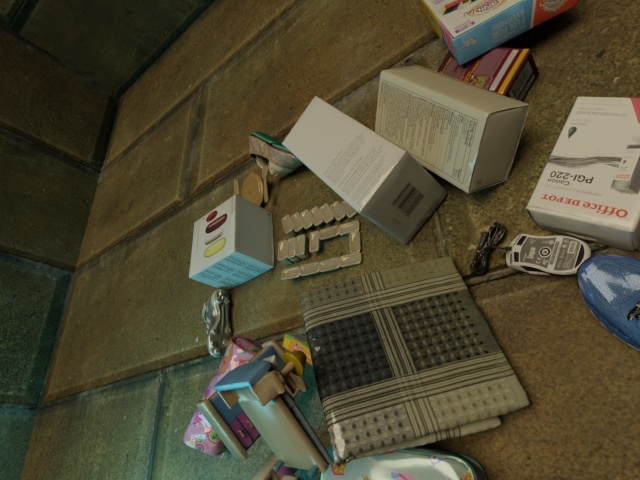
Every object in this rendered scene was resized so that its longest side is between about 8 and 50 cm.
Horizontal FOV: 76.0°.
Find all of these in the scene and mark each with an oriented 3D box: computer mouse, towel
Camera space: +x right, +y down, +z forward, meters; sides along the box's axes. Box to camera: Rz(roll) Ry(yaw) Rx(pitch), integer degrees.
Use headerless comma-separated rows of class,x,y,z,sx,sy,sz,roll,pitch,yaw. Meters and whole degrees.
computer mouse,0.364,0.026,0.715,0.192,0.042,0.106,12,73,51
towel,0.145,0.189,0.719,0.323,0.056,0.312,-13,51,-4

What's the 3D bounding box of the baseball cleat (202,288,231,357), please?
baseball cleat,-0.307,0.249,1.204,0.109,0.072,0.206,-36,43,42

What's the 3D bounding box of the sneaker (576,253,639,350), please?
sneaker,0.470,0.115,0.496,0.130,0.147,0.330,-51,44,10

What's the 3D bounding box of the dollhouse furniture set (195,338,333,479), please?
dollhouse furniture set,-0.036,0.316,0.753,0.198,0.287,0.303,-37,3,-41

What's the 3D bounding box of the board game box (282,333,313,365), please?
board game box,0.050,0.248,0.826,0.259,0.124,0.039,14,91,46

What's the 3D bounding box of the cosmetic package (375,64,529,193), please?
cosmetic package,0.249,-0.244,0.852,0.309,0.113,0.160,47,146,43

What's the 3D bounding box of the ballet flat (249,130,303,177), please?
ballet flat,-0.137,-0.258,1.284,0.316,0.107,0.106,38,117,51

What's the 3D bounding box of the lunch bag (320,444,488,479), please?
lunch bag,0.125,0.450,0.658,0.279,0.107,0.224,-10,63,32

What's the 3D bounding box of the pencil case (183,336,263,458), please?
pencil case,-0.229,0.387,1.022,0.124,0.124,0.284,22,86,46

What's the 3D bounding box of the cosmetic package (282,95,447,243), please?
cosmetic package,0.089,-0.174,0.953,0.155,0.196,0.365,-53,43,10

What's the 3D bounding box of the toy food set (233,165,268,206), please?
toy food set,-0.212,-0.159,1.321,0.192,0.038,0.133,-9,83,47

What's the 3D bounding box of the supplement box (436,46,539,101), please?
supplement box,0.348,-0.349,0.885,0.188,0.080,0.104,33,92,46

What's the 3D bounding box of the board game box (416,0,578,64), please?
board game box,0.366,-0.544,0.910,0.242,0.064,0.317,-23,46,17

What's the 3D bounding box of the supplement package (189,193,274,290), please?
supplement package,-0.262,0.011,1.210,0.203,0.149,0.194,-28,53,31

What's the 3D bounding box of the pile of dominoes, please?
pile of dominoes,0.000,0.000,1.076,0.251,0.040,0.196,-14,60,28

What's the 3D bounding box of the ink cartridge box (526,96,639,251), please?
ink cartridge box,0.460,-0.112,0.659,0.158,0.092,0.218,23,88,46
